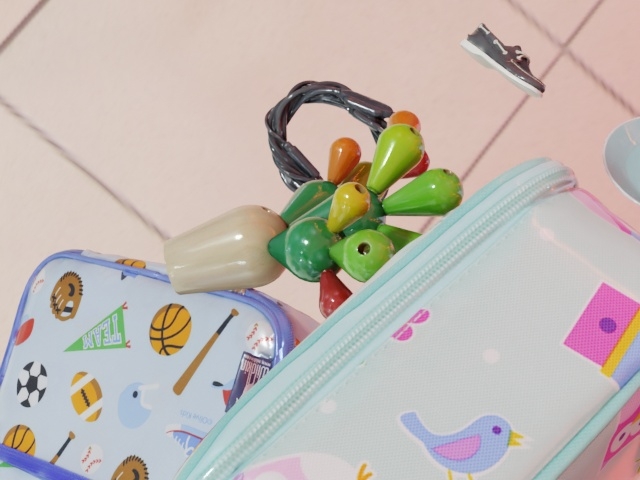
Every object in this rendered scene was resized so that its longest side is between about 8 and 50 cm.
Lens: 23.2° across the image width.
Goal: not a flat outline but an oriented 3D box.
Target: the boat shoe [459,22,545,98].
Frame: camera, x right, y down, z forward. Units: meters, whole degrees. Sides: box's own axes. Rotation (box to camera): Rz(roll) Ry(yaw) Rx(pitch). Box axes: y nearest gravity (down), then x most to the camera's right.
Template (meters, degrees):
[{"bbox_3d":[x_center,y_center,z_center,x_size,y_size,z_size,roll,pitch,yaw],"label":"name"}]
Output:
[{"bbox_3d":[0.199,-0.192,1.654,0.038,0.125,0.046,-50,135,3],"label":"boat shoe"}]

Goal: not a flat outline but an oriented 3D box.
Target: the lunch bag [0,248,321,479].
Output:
[{"bbox_3d":[-0.123,0.143,1.164,0.115,0.303,0.243,25,81,-49],"label":"lunch bag"}]

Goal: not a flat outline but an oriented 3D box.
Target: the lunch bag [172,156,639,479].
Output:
[{"bbox_3d":[0.045,0.105,0.604,0.108,0.279,0.224,39,67,19],"label":"lunch bag"}]

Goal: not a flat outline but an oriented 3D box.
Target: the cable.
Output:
[{"bbox_3d":[0.013,-0.116,1.917,0.185,0.047,0.150,22,105,17],"label":"cable"}]

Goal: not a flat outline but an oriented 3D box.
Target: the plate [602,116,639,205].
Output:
[{"bbox_3d":[0.418,-0.077,1.812,0.188,0.024,0.188,6,46,-6],"label":"plate"}]

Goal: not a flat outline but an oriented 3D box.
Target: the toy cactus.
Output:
[{"bbox_3d":[0.000,0.000,0.930,0.181,0.219,0.112,-15,114,6],"label":"toy cactus"}]
